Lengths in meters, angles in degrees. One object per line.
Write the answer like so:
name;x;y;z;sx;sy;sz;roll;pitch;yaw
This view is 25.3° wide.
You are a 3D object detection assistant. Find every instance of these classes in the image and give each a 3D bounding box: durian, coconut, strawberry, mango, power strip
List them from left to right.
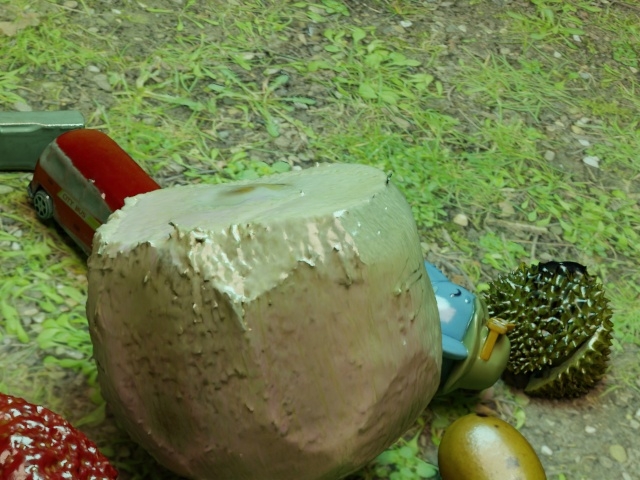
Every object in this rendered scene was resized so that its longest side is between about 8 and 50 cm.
power strip;-0.452;-0.133;1.939;0.285;0.080;0.048;-4;37;-22
strawberry;-0.299;0.277;1.355;0.250;0.239;0.288;-15;23;-21
coconut;-0.049;0.114;1.588;0.404;0.405;0.405;11;38;-9
mango;0.208;0.283;1.674;0.115;0.090;0.178;-16;51;-19
durian;0.313;0.086;1.917;0.193;0.138;0.237;2;40;-18

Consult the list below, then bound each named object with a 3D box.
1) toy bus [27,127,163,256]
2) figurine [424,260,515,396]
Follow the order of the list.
toy bus;-0.272;-0.043;1.860;0.121;0.120;0.265;-19;52;-39
figurine;0.115;0.103;1.802;0.262;0.180;0.154;23;67;-2
